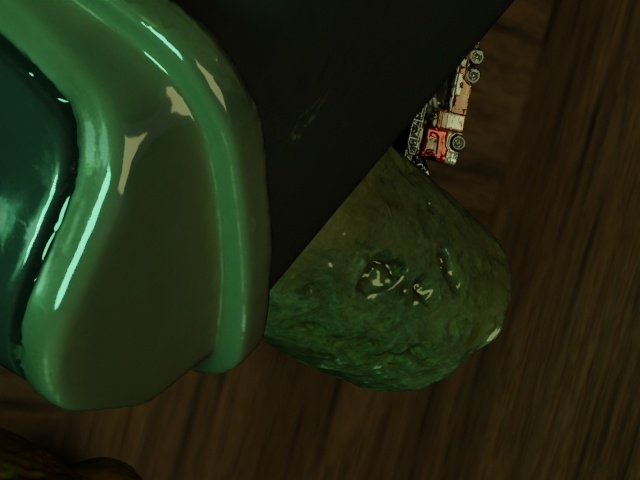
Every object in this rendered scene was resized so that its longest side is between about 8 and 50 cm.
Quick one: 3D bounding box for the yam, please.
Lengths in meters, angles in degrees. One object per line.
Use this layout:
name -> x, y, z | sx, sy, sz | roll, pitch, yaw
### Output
yam -> 0.000, 0.000, 0.772 | 0.194, 0.107, 0.107 | 32, 80, -46

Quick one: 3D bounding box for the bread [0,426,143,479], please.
bread -> -0.131, 0.183, 0.684 | 0.232, 0.135, 0.246 | -51, 133, -25

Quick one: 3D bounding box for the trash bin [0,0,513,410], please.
trash bin -> -0.061, -0.088, 0.604 | 0.290, 0.209, 0.182 | -47, 155, -31

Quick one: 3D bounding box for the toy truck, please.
toy truck -> 0.059, -0.069, 0.865 | 0.032, 0.024, 0.083 | 10, 95, -23
